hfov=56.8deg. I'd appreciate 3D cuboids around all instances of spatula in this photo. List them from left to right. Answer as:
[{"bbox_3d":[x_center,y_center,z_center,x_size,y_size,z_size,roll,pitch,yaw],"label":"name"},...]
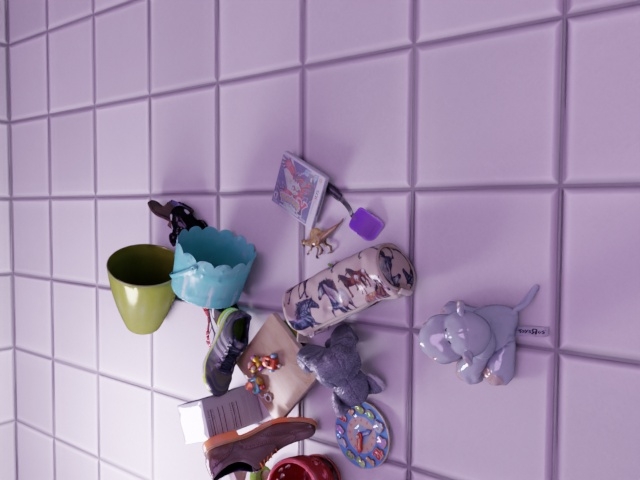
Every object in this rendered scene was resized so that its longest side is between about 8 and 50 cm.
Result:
[{"bbox_3d":[0.070,-0.112,1.792,0.296,0.030,0.084,46,123,27],"label":"spatula"}]

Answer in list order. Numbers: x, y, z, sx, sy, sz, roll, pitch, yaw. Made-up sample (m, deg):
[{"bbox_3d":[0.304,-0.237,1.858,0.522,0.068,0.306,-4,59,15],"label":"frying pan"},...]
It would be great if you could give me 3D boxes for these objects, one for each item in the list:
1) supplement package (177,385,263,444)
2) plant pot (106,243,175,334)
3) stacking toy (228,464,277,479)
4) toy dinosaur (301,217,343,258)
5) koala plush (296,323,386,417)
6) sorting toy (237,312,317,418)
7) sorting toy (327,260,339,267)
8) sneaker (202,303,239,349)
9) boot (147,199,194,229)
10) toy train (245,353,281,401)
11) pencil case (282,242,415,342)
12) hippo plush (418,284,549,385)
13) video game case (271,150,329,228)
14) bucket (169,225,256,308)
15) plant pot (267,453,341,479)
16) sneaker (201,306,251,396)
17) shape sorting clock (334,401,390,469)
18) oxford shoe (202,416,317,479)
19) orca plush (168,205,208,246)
[{"bbox_3d":[-0.338,0.586,2.006,0.139,0.244,0.133,-22,78,37],"label":"supplement package"},{"bbox_3d":[-0.673,0.209,2.265,0.275,0.275,0.293,34,127,32],"label":"plant pot"},{"bbox_3d":[-0.150,0.825,1.871,0.130,0.309,0.279,-32,56,15],"label":"stacking toy"},{"bbox_3d":[0.000,0.000,1.839,0.183,0.053,0.092,-27,74,36],"label":"toy dinosaur"},{"bbox_3d":[0.068,0.392,1.716,0.196,0.203,0.221,-30,101,-7],"label":"koala plush"},{"bbox_3d":[-0.121,0.408,1.928,0.257,0.089,0.255,49,119,25],"label":"sorting toy"},{"bbox_3d":[0.054,0.095,1.826,0.083,0.012,0.061,10,98,37],"label":"sorting toy"},{"bbox_3d":[-0.340,0.297,2.087,0.135,0.098,0.275,-16,81,40],"label":"sneaker"},{"bbox_3d":[-0.572,-0.122,2.276,0.219,0.082,0.106,37,99,25],"label":"boot"},{"bbox_3d":[-0.192,0.434,1.898,0.125,0.046,0.166,18,103,36],"label":"toy train"},{"bbox_3d":[0.078,0.151,1.713,0.410,0.160,0.183,-29,65,35],"label":"pencil case"},{"bbox_3d":[0.376,0.256,1.440,0.294,0.237,0.234,-16,82,37],"label":"hippo plush"},{"bbox_3d":[-0.068,-0.161,1.879,0.201,0.023,0.183,37,123,34],"label":"video game case"},{"bbox_3d":[-0.369,0.090,2.001,0.281,0.281,0.183,34,117,32],"label":"bucket"},{"bbox_3d":[-0.044,0.752,1.816,0.191,0.174,0.190,-5,81,29],"label":"plant pot"},{"bbox_3d":[-0.304,0.363,1.954,0.121,0.111,0.299,-14,61,54],"label":"sneaker"},{"bbox_3d":[0.122,0.583,1.777,0.206,0.040,0.206,2,93,38],"label":"shape sorting clock"},{"bbox_3d":[-0.177,0.653,1.847,0.129,0.364,0.132,84,169,-47],"label":"oxford shoe"},{"bbox_3d":[-0.489,0.007,2.152,0.151,0.102,0.286,-7,87,5],"label":"orca plush"}]
